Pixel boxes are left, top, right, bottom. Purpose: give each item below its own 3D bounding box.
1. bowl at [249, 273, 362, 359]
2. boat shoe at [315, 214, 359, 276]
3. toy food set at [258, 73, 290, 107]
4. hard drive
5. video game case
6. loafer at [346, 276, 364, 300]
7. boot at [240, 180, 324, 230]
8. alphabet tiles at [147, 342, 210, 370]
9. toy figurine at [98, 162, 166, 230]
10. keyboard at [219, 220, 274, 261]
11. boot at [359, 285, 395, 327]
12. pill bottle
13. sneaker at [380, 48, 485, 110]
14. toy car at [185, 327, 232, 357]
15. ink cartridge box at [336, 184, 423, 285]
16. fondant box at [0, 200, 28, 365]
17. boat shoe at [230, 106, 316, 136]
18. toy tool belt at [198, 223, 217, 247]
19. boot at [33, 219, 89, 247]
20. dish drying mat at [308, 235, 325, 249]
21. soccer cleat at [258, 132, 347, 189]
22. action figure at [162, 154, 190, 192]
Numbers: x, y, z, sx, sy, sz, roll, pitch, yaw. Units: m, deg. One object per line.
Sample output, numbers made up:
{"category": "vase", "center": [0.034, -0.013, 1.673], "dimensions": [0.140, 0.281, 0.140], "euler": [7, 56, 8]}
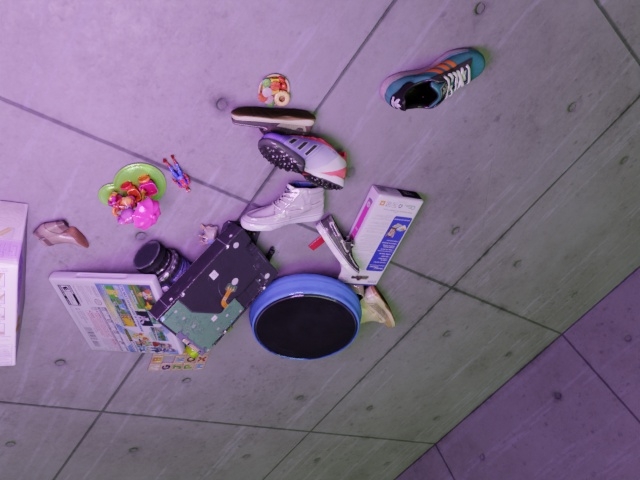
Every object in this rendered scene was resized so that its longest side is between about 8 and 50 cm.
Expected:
{"category": "bowl", "center": [-0.050, 0.276, 1.723], "dimensions": [0.390, 0.077, 0.391], "euler": [-2, 132, -2]}
{"category": "boat shoe", "center": [0.071, 0.019, 1.594], "dimensions": [0.070, 0.078, 0.219], "euler": [-34, 109, 8]}
{"category": "toy food set", "center": [-0.116, -0.371, 1.252], "dimensions": [0.082, 0.020, 0.083], "euler": [-10, 132, -17]}
{"category": "hard drive", "center": [-0.298, 0.145, 1.456], "dimensions": [0.339, 0.064, 0.237], "euler": [-50, 138, -15]}
{"category": "video game case", "center": [-0.577, 0.216, 1.459], "dimensions": [0.299, 0.036, 0.329], "euler": [1, 132, 7]}
{"category": "loafer", "center": [0.037, 0.210, 1.777], "dimensions": [0.268, 0.092, 0.102], "euler": [-28, 135, 0]}
{"category": "boot", "center": [-0.105, -0.111, 1.447], "dimensions": [0.258, 0.095, 0.124], "euler": [-13, 127, -26]}
{"category": "alphabet tiles", "center": [-0.472, 0.372, 1.742], "dimensions": [0.198, 0.009, 0.237], "euler": [7, 126, -29]}
{"category": "toy figurine", "center": [-0.461, -0.088, 1.242], "dimensions": [0.173, 0.159, 0.130], "euler": [-21, 134, -6]}
{"category": "keyboard", "center": [-0.239, 0.075, 1.577], "dimensions": [0.201, 0.033, 0.317], "euler": [3, 128, -27]}
{"category": "boot", "center": [0.163, 0.287, 1.904], "dimensions": [0.203, 0.095, 0.262], "euler": [-30, 139, 6]}
{"category": "pill bottle", "center": [-0.427, 0.100, 1.447], "dimensions": [0.122, 0.123, 0.219], "euler": [-33, 134, 5]}
{"category": "sneaker", "center": [0.318, -0.415, 1.344], "dimensions": [0.302, 0.121, 0.108], "euler": [-23, 135, -5]}
{"category": "toy car", "center": [-0.402, 0.246, 1.609], "dimensions": [0.155, 0.149, 0.188], "euler": [-38, 109, -7]}
{"category": "ink cartridge box", "center": [0.181, -0.006, 1.676], "dimensions": [0.175, 0.069, 0.371], "euler": [6, 123, -29]}
{"category": "fondant box", "center": [-0.770, 0.106, 1.212], "dimensions": [0.096, 0.238, 0.331], "euler": [4, 127, -27]}
{"category": "boat shoe", "center": [-0.119, -0.292, 1.278], "dimensions": [0.223, 0.080, 0.074], "euler": [-5, 125, -27]}
{"category": "toy tool belt", "center": [-0.328, -0.008, 1.458], "dimensions": [0.051, 0.052, 0.083], "euler": [16, 122, 2]}
{"category": "boot", "center": [-0.674, -0.006, 1.304], "dimensions": [0.086, 0.042, 0.118], "euler": [-23, 134, 4]}
{"category": "dish drying mat", "center": [0.000, 0.000, 1.637], "dimensions": [0.083, 0.008, 0.032], "euler": [-40, 134, 10]}
{"category": "soccer cleat", "center": [-0.039, -0.229, 1.325], "dimensions": [0.318, 0.108, 0.117], "euler": [21, 80, -48]}
{"category": "action figure", "center": [-0.368, -0.167, 1.309], "dimensions": [0.038, 0.030, 0.115], "euler": [-29, 137, -6]}
